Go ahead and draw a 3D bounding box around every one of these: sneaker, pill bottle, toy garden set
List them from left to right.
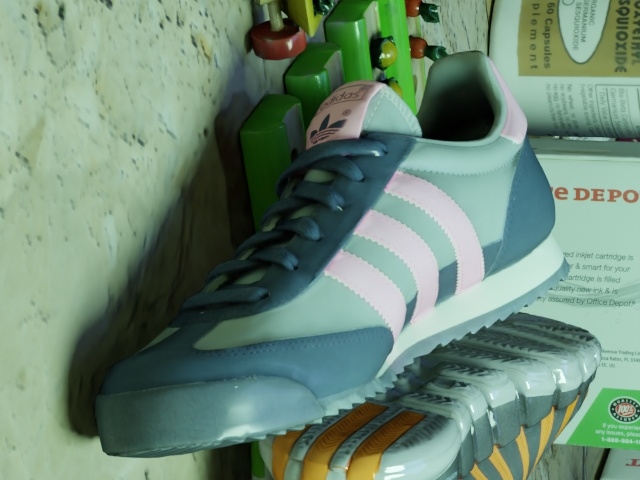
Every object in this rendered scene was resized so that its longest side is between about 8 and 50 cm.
[{"bbox_3d":[0.000,0.000,0.893,0.319,0.112,0.131,-27,107,-53],"label":"sneaker"},{"bbox_3d":[0.021,-0.107,1.047,0.244,0.049,0.204,-58,146,-54],"label":"toy garden set"},{"bbox_3d":[0.053,0.146,1.046,0.321,0.124,0.180,-22,120,-57],"label":"sneaker"},{"bbox_3d":[0.247,-0.139,1.409,0.131,0.229,0.131,3,90,-71],"label":"pill bottle"}]

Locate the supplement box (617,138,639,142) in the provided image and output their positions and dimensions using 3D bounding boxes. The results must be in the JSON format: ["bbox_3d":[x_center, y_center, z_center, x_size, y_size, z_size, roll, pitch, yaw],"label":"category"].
[{"bbox_3d":[0.313,-0.091,1.882,0.055,0.043,0.083,73,28,-43],"label":"supplement box"}]

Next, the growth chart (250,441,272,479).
[{"bbox_3d":[0.007,0.127,1.087,0.237,0.021,0.172,-14,106,-70],"label":"growth chart"}]

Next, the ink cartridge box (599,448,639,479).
[{"bbox_3d":[0.417,0.215,1.953,0.306,0.226,0.131,-55,143,-57],"label":"ink cartridge box"}]

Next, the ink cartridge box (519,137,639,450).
[{"bbox_3d":[0.184,0.034,1.376,0.087,0.153,0.208,-34,126,-67],"label":"ink cartridge box"}]

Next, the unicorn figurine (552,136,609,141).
[{"bbox_3d":[0.219,-0.101,1.584,0.162,0.060,0.111,70,40,-60],"label":"unicorn figurine"}]
